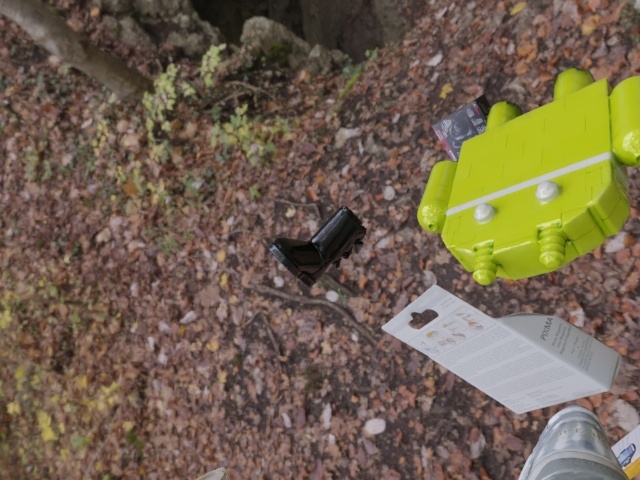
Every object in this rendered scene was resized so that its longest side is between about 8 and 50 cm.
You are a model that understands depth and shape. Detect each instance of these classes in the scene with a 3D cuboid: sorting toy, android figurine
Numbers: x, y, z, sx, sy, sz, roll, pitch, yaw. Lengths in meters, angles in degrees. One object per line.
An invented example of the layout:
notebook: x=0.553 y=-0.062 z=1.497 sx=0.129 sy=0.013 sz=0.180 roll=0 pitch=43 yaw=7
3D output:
sorting toy: x=-0.165 y=0.398 z=0.808 sx=0.044 sy=0.083 sz=0.075 roll=-15 pitch=91 yaw=10
android figurine: x=0.210 y=-0.067 z=0.541 sx=0.248 sy=0.056 sz=0.273 roll=-20 pitch=35 yaw=43

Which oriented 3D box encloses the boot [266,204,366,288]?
boot: x=0.000 y=0.000 z=0.616 sx=0.099 sy=0.121 sz=0.045 roll=-44 pitch=62 yaw=0

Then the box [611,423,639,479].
box: x=0.591 y=0.418 z=1.039 sx=0.028 sy=0.081 sz=0.136 roll=33 pitch=119 yaw=9

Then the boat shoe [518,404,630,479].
boat shoe: x=0.216 y=0.309 z=0.505 sx=0.118 sy=0.103 sz=0.321 roll=7 pitch=113 yaw=18

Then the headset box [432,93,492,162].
headset box: x=0.197 y=-0.147 z=0.728 sx=0.083 sy=0.032 sz=0.062 roll=-27 pitch=97 yaw=49

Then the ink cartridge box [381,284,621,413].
ink cartridge box: x=0.218 y=0.129 z=0.692 sx=0.066 sy=0.232 sz=0.189 roll=-53 pitch=-3 yaw=-29
